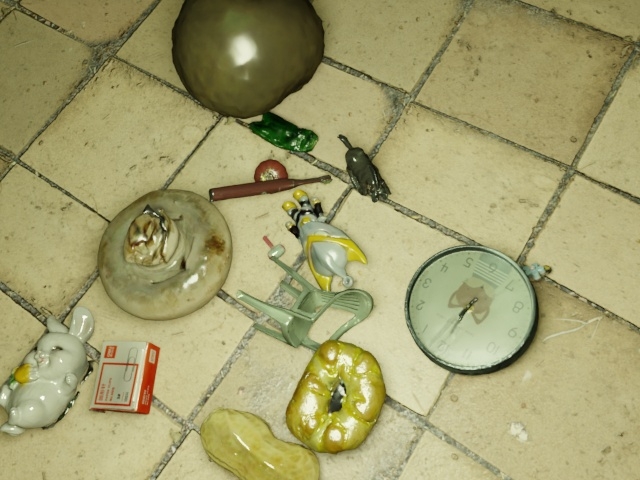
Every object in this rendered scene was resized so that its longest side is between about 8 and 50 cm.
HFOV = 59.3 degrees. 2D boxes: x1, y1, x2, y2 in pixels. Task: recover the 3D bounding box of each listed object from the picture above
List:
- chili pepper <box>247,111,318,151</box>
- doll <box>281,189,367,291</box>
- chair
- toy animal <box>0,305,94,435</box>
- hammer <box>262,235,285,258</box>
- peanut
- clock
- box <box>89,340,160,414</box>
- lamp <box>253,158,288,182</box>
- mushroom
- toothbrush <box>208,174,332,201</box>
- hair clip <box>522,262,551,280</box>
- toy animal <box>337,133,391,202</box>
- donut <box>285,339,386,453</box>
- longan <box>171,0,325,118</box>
[{"bbox_3d":[-0.116,-0.327,1.691,0.224,0.061,0.098,26,74,16],"label":"chili pepper"},{"bbox_3d":[0.003,-0.003,1.524,0.145,0.103,0.316,-32,62,-1],"label":"doll"},{"bbox_3d":[-0.033,0.167,1.410,0.274,0.203,0.191,26,63,22],"label":"chair"},{"bbox_3d":[-0.706,0.338,1.467,0.208,0.154,0.325,-16,44,24],"label":"toy animal"},{"bbox_3d":[-0.138,0.016,1.575,0.052,0.031,0.083,-36,62,-11],"label":"hammer"},{"bbox_3d":[-0.144,0.500,1.324,0.305,0.147,0.147,28,75,18],"label":"peanut"},{"bbox_3d":[0.367,0.165,1.385,0.324,0.067,0.325,-8,68,19],"label":"clock"},{"bbox_3d":[-0.505,0.355,1.453,0.133,0.099,0.182,1,68,11],"label":"box"},{"bbox_3d":[-0.143,-0.185,1.622,0.101,0.090,0.101,2,104,7],"label":"lamp"},{"bbox_3d":[-0.414,0.025,1.465,0.362,0.295,0.363,-2,68,6],"label":"mushroom"},{"bbox_3d":[-0.133,-0.150,1.565,0.363,0.041,0.041,-11,65,-24],"label":"toothbrush"},{"bbox_3d":[0.494,0.110,1.432,0.213,0.056,0.062,-34,32,-5],"label":"hair clip"},{"bbox_3d":[0.127,-0.195,1.555,0.084,0.148,0.233,-26,67,-4],"label":"toy animal"},{"bbox_3d":[0.044,0.380,1.348,0.208,0.128,0.262,27,74,16],"label":"donut"},{"bbox_3d":[-0.218,-0.577,1.632,0.436,0.404,0.404,-40,68,-7],"label":"longan"}]
